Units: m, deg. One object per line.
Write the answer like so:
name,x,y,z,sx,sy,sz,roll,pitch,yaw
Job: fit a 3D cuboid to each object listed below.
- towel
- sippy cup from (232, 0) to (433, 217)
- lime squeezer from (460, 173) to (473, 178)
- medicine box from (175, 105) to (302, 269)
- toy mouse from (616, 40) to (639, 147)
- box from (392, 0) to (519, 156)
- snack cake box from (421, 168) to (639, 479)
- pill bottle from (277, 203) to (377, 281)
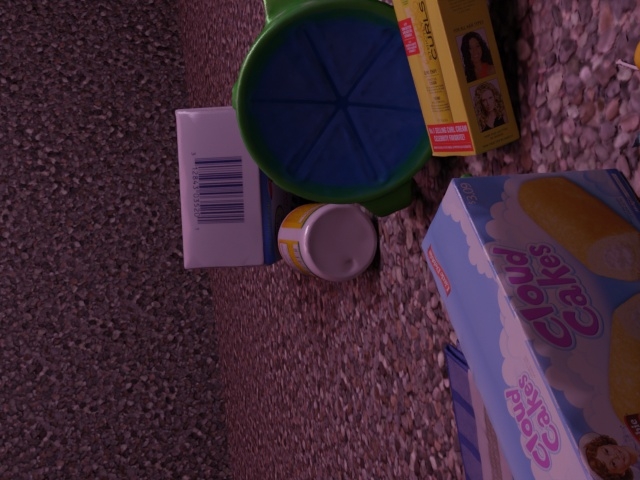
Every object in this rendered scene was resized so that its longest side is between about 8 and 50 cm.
towel,0.201,0.228,0.748,0.285,0.034,0.209,-141,39,-70
sippy cup,0.022,-0.191,0.946,0.224,0.240,0.305,-91,10,-64
lime squeezer,0.186,0.031,0.741,0.110,0.059,0.310,109,151,-51
medicine box,-0.133,-0.097,1.402,0.289,0.149,0.263,-26,-66,-77
toy mouse,0.253,-0.087,0.535,0.161,0.031,0.143,145,119,-70
box,0.124,-0.201,0.775,0.087,0.058,0.232,15,125,66
snack cake box,0.191,0.073,0.569,0.089,0.152,0.264,107,153,-49
pill bottle,0.000,0.000,1.231,0.208,0.118,0.117,-176,82,-73
